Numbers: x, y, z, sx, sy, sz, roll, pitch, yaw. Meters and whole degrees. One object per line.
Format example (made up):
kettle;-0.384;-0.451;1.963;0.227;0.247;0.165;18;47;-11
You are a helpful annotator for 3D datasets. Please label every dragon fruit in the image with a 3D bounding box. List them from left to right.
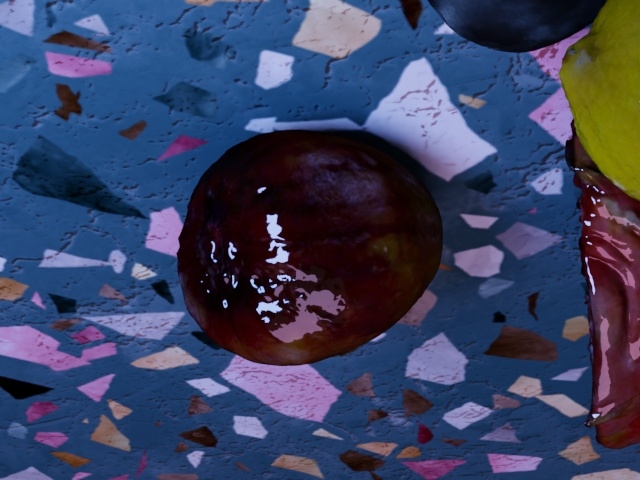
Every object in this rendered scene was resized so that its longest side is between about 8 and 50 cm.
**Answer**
dragon fruit;0.344;-0.003;1.322;0.228;0.286;0.329;-1;132;12

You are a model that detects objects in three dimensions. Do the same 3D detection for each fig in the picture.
fig;-0.008;0.002;1.379;0.263;0.224;0.224;-14;142;-6

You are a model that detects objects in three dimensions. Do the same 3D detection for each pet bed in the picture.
pet bed;0.170;-0.239;1.186;0.201;0.053;0.201;2;143;1

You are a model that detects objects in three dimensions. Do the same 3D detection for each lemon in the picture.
lemon;0.337;-0.127;1.151;0.263;0.236;0.236;2;144;24
